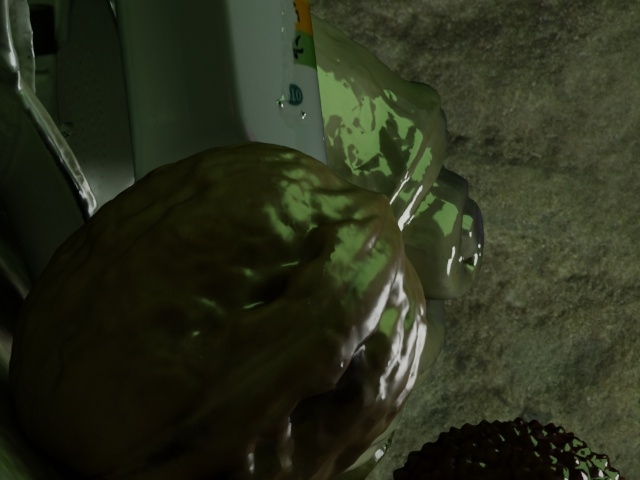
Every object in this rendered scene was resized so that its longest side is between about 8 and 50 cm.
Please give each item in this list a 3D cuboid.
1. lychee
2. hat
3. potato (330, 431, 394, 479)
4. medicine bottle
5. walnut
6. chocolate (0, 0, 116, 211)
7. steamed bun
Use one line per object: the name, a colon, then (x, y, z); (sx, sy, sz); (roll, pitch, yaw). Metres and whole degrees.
lychee: (0.175, 0.296, 1.194); (0.267, 0.267, 0.267); (50, -3, 4)
hat: (-0.191, -0.080, 0.679); (0.258, 0.168, 0.301); (-91, 171, -61)
potato: (-0.019, 0.161, 1.253); (0.176, 0.141, 0.298); (37, 10, -26)
medicine bottle: (-0.056, -0.107, 0.732); (0.161, 0.111, 0.296); (1, 84, -78)
walnut: (-0.039, 0.039, 0.555); (0.155, 0.184, 0.155); (50, -9, 11)
chocolate: (-0.190, -0.092, 0.887); (0.221, 0.221, 0.147); (127, -61, -87)
steamed bun: (0.000, 0.000, 0.984); (0.339, 0.247, 0.352); (141, -60, -85)
